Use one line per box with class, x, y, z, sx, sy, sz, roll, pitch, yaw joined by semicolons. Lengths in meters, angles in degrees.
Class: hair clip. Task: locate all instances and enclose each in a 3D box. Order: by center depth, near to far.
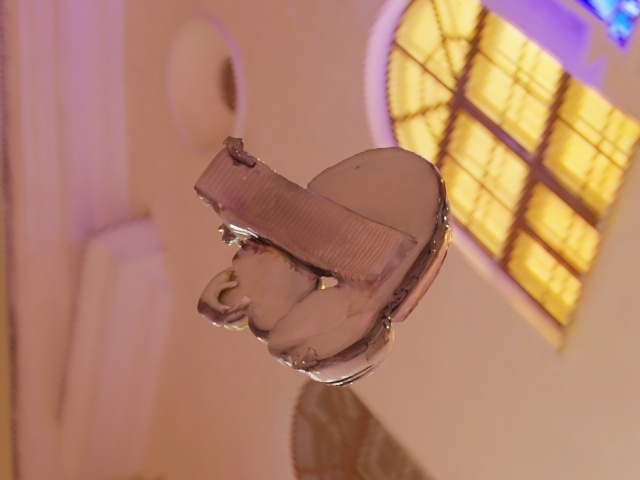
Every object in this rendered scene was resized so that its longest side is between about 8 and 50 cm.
hair clip;0.000;0.000;0.791;0.116;0.172;0.049;-52;-54;-9
